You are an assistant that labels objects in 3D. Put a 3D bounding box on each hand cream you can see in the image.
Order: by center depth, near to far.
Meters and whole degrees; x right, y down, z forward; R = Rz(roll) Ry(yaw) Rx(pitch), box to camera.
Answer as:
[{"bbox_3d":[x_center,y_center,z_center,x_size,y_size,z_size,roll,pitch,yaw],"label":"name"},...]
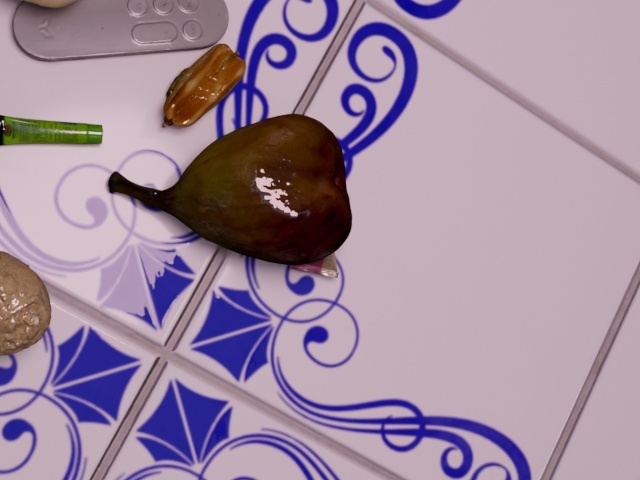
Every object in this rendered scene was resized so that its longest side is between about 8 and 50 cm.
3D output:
[{"bbox_3d":[-0.303,-0.120,1.203,0.121,0.023,0.036,1,97,-16],"label":"hand cream"}]

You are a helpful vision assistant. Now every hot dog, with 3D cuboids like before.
[{"bbox_3d":[-0.138,-0.177,1.256,0.056,0.041,0.133,45,67,-10],"label":"hot dog"}]

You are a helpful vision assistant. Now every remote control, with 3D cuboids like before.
[{"bbox_3d":[-0.224,-0.248,1.239,0.245,0.022,0.077,-8,87,-18],"label":"remote control"}]

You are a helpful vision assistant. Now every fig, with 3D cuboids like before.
[{"bbox_3d":[-0.101,-0.058,1.215,0.274,0.145,0.170,0,79,-1],"label":"fig"}]

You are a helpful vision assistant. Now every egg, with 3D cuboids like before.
[{"bbox_3d":[-0.348,0.066,1.128,0.140,0.116,0.118,15,104,11],"label":"egg"}]

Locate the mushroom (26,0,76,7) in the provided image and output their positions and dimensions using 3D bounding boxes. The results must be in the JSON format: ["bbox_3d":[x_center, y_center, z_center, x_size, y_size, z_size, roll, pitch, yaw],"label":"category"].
[{"bbox_3d":[-0.311,-0.320,1.173,0.154,0.122,0.154,31,45,-37],"label":"mushroom"}]

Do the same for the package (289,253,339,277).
[{"bbox_3d":[0.000,0.000,1.288,0.059,0.029,0.083,14,71,-9],"label":"package"}]
